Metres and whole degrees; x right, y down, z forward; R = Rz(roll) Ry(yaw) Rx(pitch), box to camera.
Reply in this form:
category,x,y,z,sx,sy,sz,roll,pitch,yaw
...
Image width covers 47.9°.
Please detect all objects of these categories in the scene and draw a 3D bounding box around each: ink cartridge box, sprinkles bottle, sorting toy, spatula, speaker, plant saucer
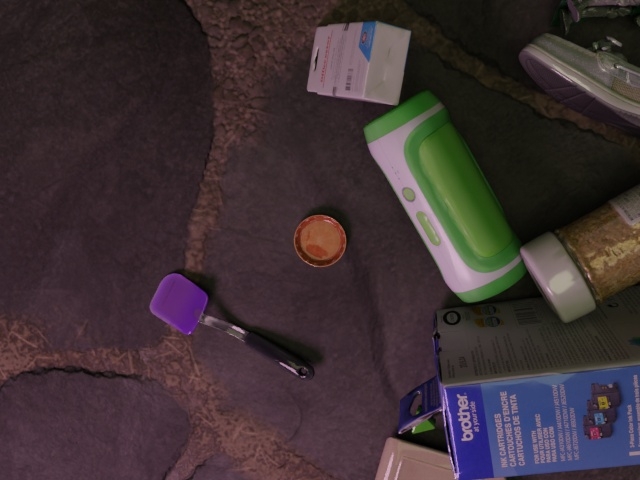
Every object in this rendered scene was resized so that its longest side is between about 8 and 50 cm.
category,x,y,z,sx,sy,sz,roll,pitch,yaw
ink cartridge box,0.300,0.188,0.996,0.396,0.270,0.151,-7,104,9
sprinkles bottle,0.447,-0.025,0.944,0.355,0.121,0.121,-30,94,10
sorting toy,0.181,0.422,1.168,0.196,0.047,0.347,16,101,10
spatula,-0.141,0.148,1.174,0.297,0.030,0.084,27,99,3
speaker,0.181,-0.063,1.041,0.131,0.131,0.296,-29,98,11
plant saucer,0.000,0.000,1.140,0.084,0.013,0.083,1,98,8
ink cartridge box,0.050,-0.256,1.039,0.060,0.180,0.104,4,102,-28

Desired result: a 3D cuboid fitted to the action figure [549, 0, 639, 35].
category,x,y,z,sx,sy,sz,roll,pitch,yaw
action figure,0.446,-0.332,0.980,0.232,0.137,0.063,-13,86,0

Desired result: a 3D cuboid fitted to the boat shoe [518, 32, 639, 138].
category,x,y,z,sx,sy,sz,roll,pitch,yaw
boat shoe,0.430,-0.214,1.000,0.321,0.118,0.103,24,94,-1
